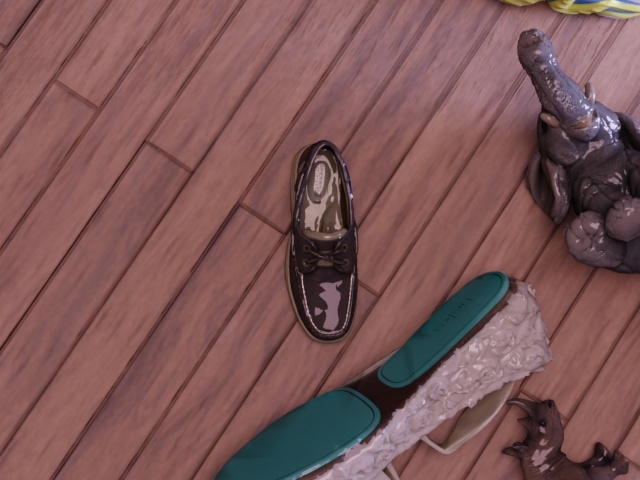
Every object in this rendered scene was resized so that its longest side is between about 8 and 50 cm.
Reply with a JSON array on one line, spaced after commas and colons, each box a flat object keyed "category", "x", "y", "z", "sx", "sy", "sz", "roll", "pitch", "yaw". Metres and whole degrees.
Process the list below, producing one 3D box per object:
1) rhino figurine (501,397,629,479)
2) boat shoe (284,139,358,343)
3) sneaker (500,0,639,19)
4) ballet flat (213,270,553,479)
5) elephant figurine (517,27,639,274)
[{"category": "rhino figurine", "x": 0.281, "y": 0.266, "z": 1.578, "sx": 0.106, "sy": 0.073, "sz": 0.243, "roll": -39, "pitch": 85, "yaw": -10}, {"category": "boat shoe", "x": 0.001, "y": -0.001, "z": 1.594, "sx": 0.080, "sy": 0.073, "sz": 0.224, "roll": -1, "pitch": 83, "yaw": -3}, {"category": "sneaker", "x": 0.305, "y": -0.302, "z": 1.624, "sx": 0.240, "sy": 0.126, "sz": 0.091, "roll": -4, "pitch": 83, "yaw": -3}, {"category": "ballet flat", "x": 0.083, "y": 0.196, "z": 1.552, "sx": 0.409, "sy": 0.147, "sz": 0.147, "roll": -36, "pitch": 86, "yaw": -7}, {"category": "elephant figurine", "x": 0.297, "y": -0.090, "z": 1.592, "sx": 0.169, "sy": 0.186, "sz": 0.239, "roll": -7, "pitch": 52, "yaw": -38}]
